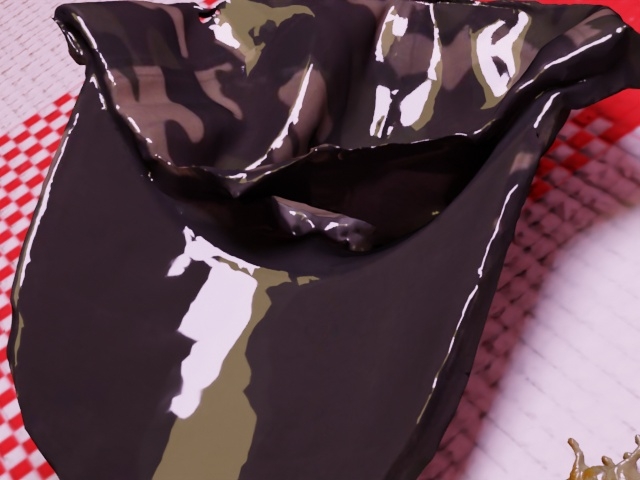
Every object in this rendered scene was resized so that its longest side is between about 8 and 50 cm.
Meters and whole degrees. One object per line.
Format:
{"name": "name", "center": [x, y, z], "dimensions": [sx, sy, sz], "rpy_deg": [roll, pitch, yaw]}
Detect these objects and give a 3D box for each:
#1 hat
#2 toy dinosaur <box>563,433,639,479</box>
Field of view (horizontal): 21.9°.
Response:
{"name": "hat", "center": [0.000, 0.000, 0.998], "dimensions": [0.366, 0.257, 0.381], "rpy_deg": [10, 84, 22]}
{"name": "toy dinosaur", "center": [0.152, 0.115, 0.809], "dimensions": [0.113, 0.026, 0.041], "rpy_deg": [-15, 42, 34]}
